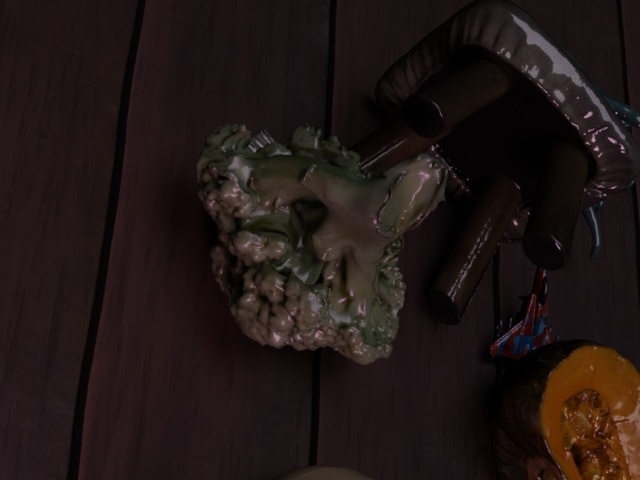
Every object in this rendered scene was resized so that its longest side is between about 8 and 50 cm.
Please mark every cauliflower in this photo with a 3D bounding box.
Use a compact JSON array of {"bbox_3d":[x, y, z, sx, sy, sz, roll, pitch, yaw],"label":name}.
[{"bbox_3d":[-0.012,-0.001,1.443,0.327,0.281,0.260,42,77,-7],"label":"cauliflower"}]

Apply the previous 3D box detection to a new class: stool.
[{"bbox_3d":[0.188,-0.097,1.613,0.310,0.310,0.226,47,53,-5],"label":"stool"}]

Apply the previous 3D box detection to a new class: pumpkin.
[{"bbox_3d":[0.343,0.279,1.605,0.221,0.139,0.317,-12,84,-29],"label":"pumpkin"}]

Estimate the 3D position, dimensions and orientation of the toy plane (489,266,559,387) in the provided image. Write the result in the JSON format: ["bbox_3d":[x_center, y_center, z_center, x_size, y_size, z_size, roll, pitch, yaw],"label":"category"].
[{"bbox_3d":[0.281,0.113,1.721,0.130,0.061,0.189,15,73,-29],"label":"toy plane"}]

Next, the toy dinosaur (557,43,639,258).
[{"bbox_3d":[0.324,-0.196,1.913,0.331,0.129,0.383,32,53,-5],"label":"toy dinosaur"}]

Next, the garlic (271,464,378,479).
[{"bbox_3d":[0.049,0.382,1.351,0.313,0.286,0.249,-4,108,-32],"label":"garlic"}]

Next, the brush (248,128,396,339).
[{"bbox_3d":[0.000,0.000,1.616,0.314,0.017,0.090,53,48,-3],"label":"brush"}]
